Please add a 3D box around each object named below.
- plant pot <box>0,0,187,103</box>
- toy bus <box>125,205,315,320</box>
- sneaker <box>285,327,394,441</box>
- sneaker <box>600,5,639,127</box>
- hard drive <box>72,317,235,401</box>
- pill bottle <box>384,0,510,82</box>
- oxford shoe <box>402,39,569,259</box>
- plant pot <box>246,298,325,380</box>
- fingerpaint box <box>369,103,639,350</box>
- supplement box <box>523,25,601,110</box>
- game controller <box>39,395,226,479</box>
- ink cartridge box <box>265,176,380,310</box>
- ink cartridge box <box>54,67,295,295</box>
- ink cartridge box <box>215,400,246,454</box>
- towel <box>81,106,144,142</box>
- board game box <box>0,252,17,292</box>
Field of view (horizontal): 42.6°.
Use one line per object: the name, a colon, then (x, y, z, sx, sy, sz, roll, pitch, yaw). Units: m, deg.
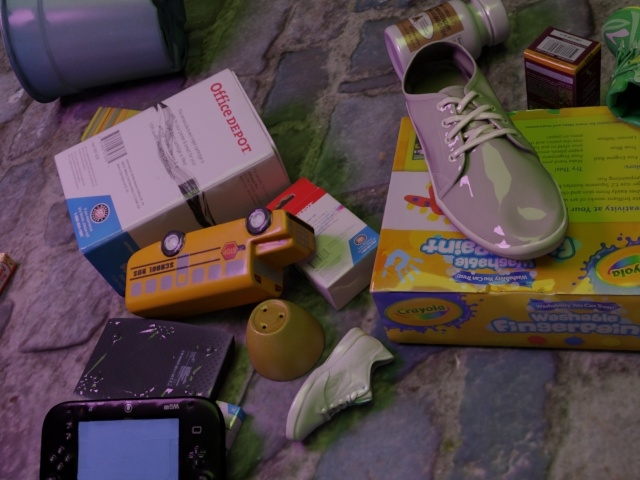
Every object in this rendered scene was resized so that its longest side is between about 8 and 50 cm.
plant pot: (-0.496, -0.500, 1.873, 0.334, 0.341, 0.341, -5, 52, 6)
toy bus: (-0.173, 0.044, 1.405, 0.332, 0.108, 0.130, -13, 64, 26)
sneaker: (0.032, 0.235, 1.272, 0.094, 0.080, 0.212, 30, 66, 22)
sneaker: (0.490, -0.256, 1.255, 0.123, 0.109, 0.296, -14, 48, 2)
hard drive: (-0.277, 0.221, 1.397, 0.254, 0.054, 0.172, 4, 55, 22)
pill bottle: (0.255, -0.409, 1.649, 0.229, 0.131, 0.131, -23, 50, 1)
oxford shoe: (0.231, -0.152, 1.251, 0.169, 0.130, 0.449, -20, 50, 1)
plant pot: (-0.068, 0.150, 1.353, 0.134, 0.095, 0.134, -9, 51, 12)
fingerpaint box: (0.333, -0.024, 1.304, 0.444, 0.163, 0.371, -1, 53, 19)
supplement box: (0.427, -0.267, 1.442, 0.104, 0.188, 0.081, 32, 67, 35)
game controller: (-0.296, 0.332, 1.287, 0.319, 0.067, 0.167, -5, 85, 15)
ink cartridge box: (0.000, 0.000, 1.455, 0.134, 0.078, 0.231, -40, 52, -11)
ink cartridge box: (-0.278, -0.118, 1.586, 0.394, 0.166, 0.285, -27, 50, -1)
ink cartridge box: (-0.160, 0.303, 1.310, 0.048, 0.028, 0.083, 9, 58, 25)
towel: (-0.420, -0.245, 1.832, 0.237, 0.021, 0.102, 10, 63, 24)
board game box: (-0.720, 0.109, 1.643, 0.146, 0.045, 0.194, 5, 55, 23)
